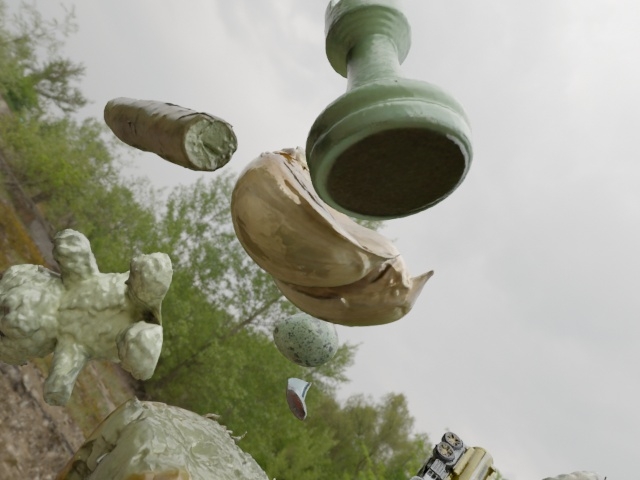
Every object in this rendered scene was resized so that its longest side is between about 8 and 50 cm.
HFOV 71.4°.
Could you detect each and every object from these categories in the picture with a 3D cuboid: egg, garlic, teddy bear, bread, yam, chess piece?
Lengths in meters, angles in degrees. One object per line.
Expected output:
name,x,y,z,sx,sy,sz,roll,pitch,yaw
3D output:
egg,-0.038,0.246,1.116,0.172,0.132,0.132,8,-47,22
garlic,0.000,0.000,0.710,0.313,0.249,0.286,59,-20,33
teddy bear,-0.504,0.134,0.831,0.375,0.361,0.328,-20,-117,60
bread,-0.175,0.319,0.451,0.225,0.250,0.279,33,-14,40
yam,-0.198,-0.135,0.540,0.071,0.067,0.317,35,-6,-42
chess piece,0.072,-0.197,0.575,0.195,0.194,0.299,106,-17,-59

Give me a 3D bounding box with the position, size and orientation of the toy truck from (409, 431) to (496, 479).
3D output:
toy truck,0.123,0.241,0.431,0.062,0.123,0.052,34,-59,27

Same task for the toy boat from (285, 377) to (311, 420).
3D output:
toy boat,-0.051,0.346,1.030,0.122,0.034,0.096,-66,133,-78

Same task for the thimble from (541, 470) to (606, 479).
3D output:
thimble,0.305,0.326,0.547,0.084,0.109,0.062,62,10,-48
